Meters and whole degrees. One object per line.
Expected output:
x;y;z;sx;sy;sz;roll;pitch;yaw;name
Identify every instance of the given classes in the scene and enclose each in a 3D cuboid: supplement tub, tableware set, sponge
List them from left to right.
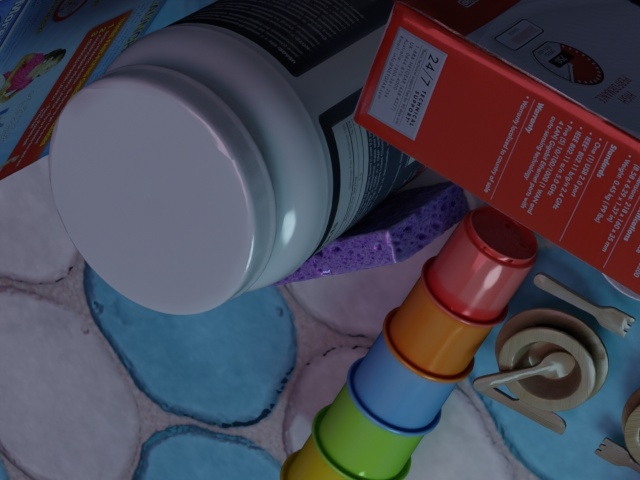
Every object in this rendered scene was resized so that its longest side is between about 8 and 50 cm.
-0.042;-0.079;1.199;0.191;0.272;0.191;15;121;28;supplement tub
0.000;0.000;1.313;0.210;0.117;0.031;-9;105;37;sponge
0.216;0.120;1.259;0.194;0.039;0.128;28;127;6;tableware set

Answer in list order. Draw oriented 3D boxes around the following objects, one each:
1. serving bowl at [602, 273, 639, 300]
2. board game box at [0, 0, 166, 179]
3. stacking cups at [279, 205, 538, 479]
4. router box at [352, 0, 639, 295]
0.237;0.002;1.213;0.083;0.027;0.083;15;120;27;serving bowl
-0.246;-0.148;1.283;0.086;0.302;0.308;46;129;6;board game box
0.066;0.105;1.335;0.096;0.096;0.316;38;129;12;stacking cups
0.230;-0.083;0.975;0.301;0.335;0.082;32;127;15;router box
